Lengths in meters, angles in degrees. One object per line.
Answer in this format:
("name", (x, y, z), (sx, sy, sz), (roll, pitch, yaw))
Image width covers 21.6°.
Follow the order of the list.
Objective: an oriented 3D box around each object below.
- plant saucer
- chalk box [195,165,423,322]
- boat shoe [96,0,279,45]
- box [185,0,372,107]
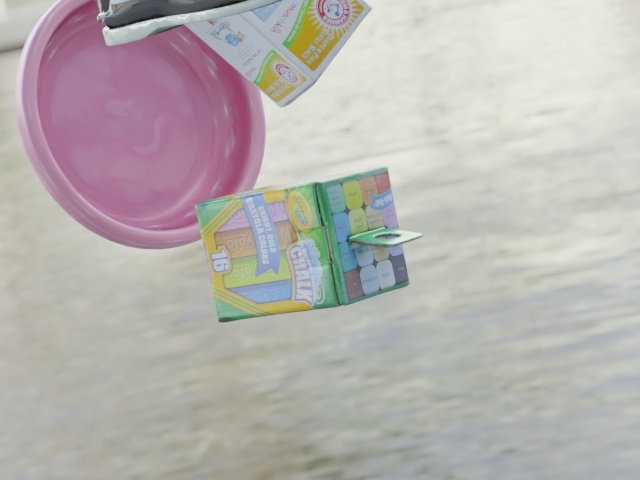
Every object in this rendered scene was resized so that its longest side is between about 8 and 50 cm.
("plant saucer", (-0.223, -0.148, 2.017), (0.332, 0.332, 0.084), (-20, 1, -38))
("chalk box", (0.000, 0.000, 1.723), (0.213, 0.132, 0.132), (-10, 3, 36))
("boat shoe", (-0.096, -0.214, 1.366), (0.228, 0.068, 0.081), (-9, 14, 33))
("box", (-0.067, -0.252, 1.727), (0.114, 0.203, 0.103), (-53, 10, -23))
